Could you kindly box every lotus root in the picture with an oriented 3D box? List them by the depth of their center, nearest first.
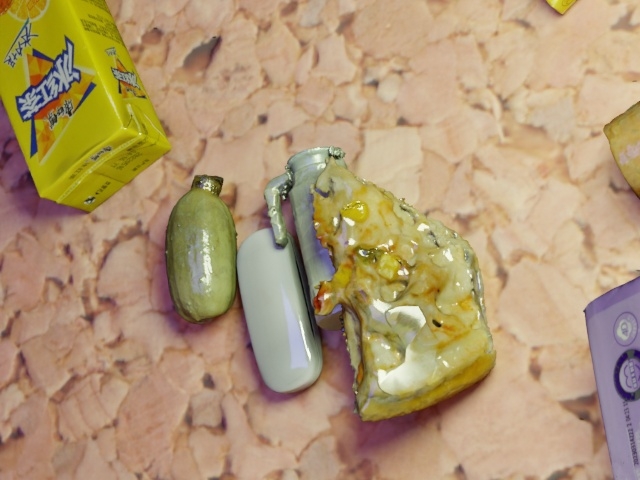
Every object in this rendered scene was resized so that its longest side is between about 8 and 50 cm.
[{"bbox_3d":[-0.142,0.007,1.994,0.090,0.077,0.183,-17,69,47],"label":"lotus root"}]

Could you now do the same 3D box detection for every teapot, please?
[{"bbox_3d":[0.000,0.000,1.910,0.107,0.077,0.200,-19,70,18],"label":"teapot"}]

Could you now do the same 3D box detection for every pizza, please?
[{"bbox_3d":[0.079,0.039,1.812,0.189,0.071,0.297,-12,69,-7],"label":"pizza"}]

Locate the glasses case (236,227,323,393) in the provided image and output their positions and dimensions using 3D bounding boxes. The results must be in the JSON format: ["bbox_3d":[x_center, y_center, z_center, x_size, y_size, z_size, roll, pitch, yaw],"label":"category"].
[{"bbox_3d":[-0.047,0.079,1.940,0.076,0.049,0.197,-25,66,27],"label":"glasses case"}]

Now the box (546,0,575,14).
[{"bbox_3d":[0.306,-0.390,1.831,0.269,0.043,0.152,-46,59,15],"label":"box"}]

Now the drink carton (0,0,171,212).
[{"bbox_3d":[-0.329,-0.225,2.151,0.154,0.111,0.351,-36,62,21],"label":"drink carton"}]

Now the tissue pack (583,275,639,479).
[{"bbox_3d":[0.393,0.183,1.542,0.242,0.160,0.338,-33,57,47],"label":"tissue pack"}]

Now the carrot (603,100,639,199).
[{"bbox_3d":[0.421,-0.153,1.654,0.302,0.139,0.138,-29,65,25],"label":"carrot"}]
